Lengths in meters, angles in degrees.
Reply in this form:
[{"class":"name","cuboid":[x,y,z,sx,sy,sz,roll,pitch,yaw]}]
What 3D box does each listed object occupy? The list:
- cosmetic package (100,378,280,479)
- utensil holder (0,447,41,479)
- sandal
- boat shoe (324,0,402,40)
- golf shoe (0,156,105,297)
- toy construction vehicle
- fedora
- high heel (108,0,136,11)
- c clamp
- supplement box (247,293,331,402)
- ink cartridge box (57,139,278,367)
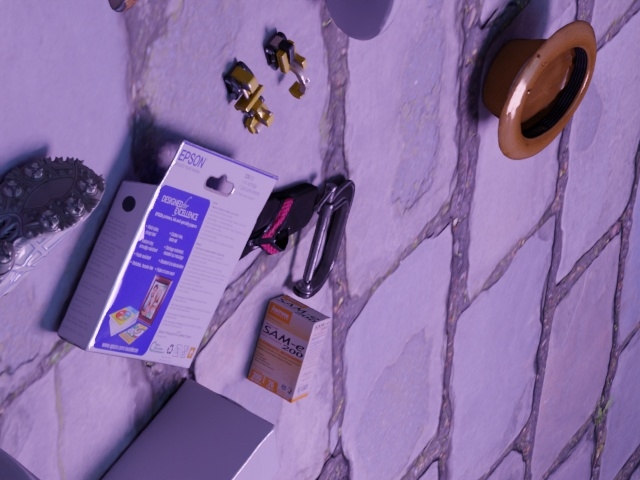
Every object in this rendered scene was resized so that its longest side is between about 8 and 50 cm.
[{"class":"cosmetic package","cuboid":[-0.151,0.261,1.882,0.231,0.117,0.085,-48,152,-29]},{"class":"utensil holder","cuboid":[-0.277,0.321,1.384,0.328,0.327,0.385,-56,161,-16]},{"class":"sandal","cuboid":[-0.043,-0.017,1.913,0.179,0.040,0.067,-26,137,-54]},{"class":"boat shoe","cuboid":[0.059,-0.318,1.772,0.088,0.096,0.268,-32,133,-42]},{"class":"golf shoe","cuboid":[-0.247,-0.001,1.522,0.176,0.069,0.086,-40,167,-36]},{"class":"toy construction vehicle","cuboid":[-0.046,-0.146,1.789,0.086,0.035,0.098,-53,153,-23]},{"class":"fedora","cuboid":[0.254,-0.192,2.290,0.194,0.079,0.194,-39,147,-32]},{"class":"high heel","cuboid":[-0.086,-0.297,1.485,0.186,0.093,0.261,4,101,-57]},{"class":"c clamp","cuboid":[0.000,0.000,2.030,0.137,0.022,0.161,-50,157,-55]},{"class":"supplement box","cuboid":[-0.034,0.116,2.036,0.036,0.062,0.098,-18,128,-56]},{"class":"ink cartridge box","cuboid":[-0.137,0.011,1.748,0.208,0.045,0.206,-64,156,3]}]
